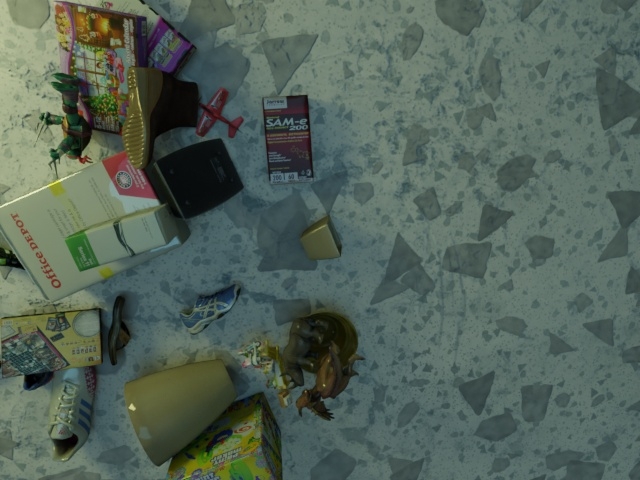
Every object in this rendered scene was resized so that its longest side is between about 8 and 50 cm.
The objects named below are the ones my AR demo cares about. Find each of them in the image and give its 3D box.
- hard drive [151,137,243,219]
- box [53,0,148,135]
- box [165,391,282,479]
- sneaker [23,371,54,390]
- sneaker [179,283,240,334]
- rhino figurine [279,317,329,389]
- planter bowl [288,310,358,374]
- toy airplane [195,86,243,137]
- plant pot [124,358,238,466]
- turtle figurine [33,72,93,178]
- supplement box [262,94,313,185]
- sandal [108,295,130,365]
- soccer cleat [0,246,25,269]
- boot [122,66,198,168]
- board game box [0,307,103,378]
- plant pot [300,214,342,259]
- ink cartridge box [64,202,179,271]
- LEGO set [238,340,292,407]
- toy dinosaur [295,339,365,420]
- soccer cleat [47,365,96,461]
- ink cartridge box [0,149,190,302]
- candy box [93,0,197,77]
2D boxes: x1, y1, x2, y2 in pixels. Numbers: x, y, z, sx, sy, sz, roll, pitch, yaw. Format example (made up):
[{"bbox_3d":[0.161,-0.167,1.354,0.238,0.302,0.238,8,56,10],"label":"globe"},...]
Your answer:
[{"bbox_3d":[-0.322,-0.166,1.115,0.054,0.254,0.172,-14,108,32],"label":"hard drive"},{"bbox_3d":[-0.543,-0.421,1.055,0.200,0.057,0.294,11,119,1],"label":"box"},{"bbox_3d":[-0.281,0.661,1.279,0.289,0.279,0.177,-20,104,-1],"label":"box"},{"bbox_3d":[-0.822,0.346,1.238,0.083,0.087,0.222,13,99,-11],"label":"sneaker"},{"bbox_3d":[-0.334,0.198,1.268,0.211,0.080,0.081,-38,108,1],"label":"sneaker"},{"bbox_3d":[-0.059,0.338,1.244,0.106,0.073,0.244,20,104,9],"label":"rhino figurine"},{"bbox_3d":[0.006,0.306,1.327,0.216,0.090,0.218,-2,106,-5],"label":"planter bowl"},{"bbox_3d":[-0.281,-0.347,1.174,0.151,0.028,0.152,-1,108,-4],"label":"toy airplane"},{"bbox_3d":[-0.400,0.480,1.262,0.273,0.256,0.257,-24,105,-19],"label":"plant pot"},{"bbox_3d":[-0.638,-0.283,1.046,0.118,0.175,0.234,-11,132,-45],"label":"turtle figurine"},{"bbox_3d":[-0.092,-0.284,1.190,0.130,0.073,0.240,-6,103,-5],"label":"supplement box"},{"bbox_3d":[-0.603,0.274,1.263,0.060,0.090,0.220,7,96,-31],"label":"sandal"},{"bbox_3d":[-0.861,0.056,1.174,0.178,0.072,0.060,14,101,-10],"label":"soccer cleat"},{"bbox_3d":[-0.393,-0.304,1.071,0.090,0.206,0.249,8,99,29],"label":"boot"},{"bbox_3d":[-0.766,0.290,1.202,0.243,0.042,0.165,-2,88,-23],"label":"board game box"},{"bbox_3d":[0.000,0.000,1.255,0.096,0.109,0.109,-20,105,12],"label":"plant pot"},{"bbox_3d":[-0.462,-0.013,1.001,0.208,0.153,0.087,-17,104,-3],"label":"ink cartridge box"},{"bbox_3d":[-0.180,0.414,1.327,0.106,0.132,0.287,-13,128,13],"label":"LEGO set"},{"bbox_3d":[0.024,0.414,1.200,0.127,0.296,0.200,31,60,12],"label":"toy dinosaur"},{"bbox_3d":[-0.750,0.500,1.254,0.115,0.143,0.332,3,102,-8],"label":"soccer cleat"},{"bbox_3d":[-0.599,-0.048,1.136,0.384,0.160,0.280,-24,105,-2],"label":"ink cartridge box"},{"bbox_3d":[-0.468,-0.525,1.088,0.233,0.071,0.159,39,98,-14],"label":"candy box"}]
